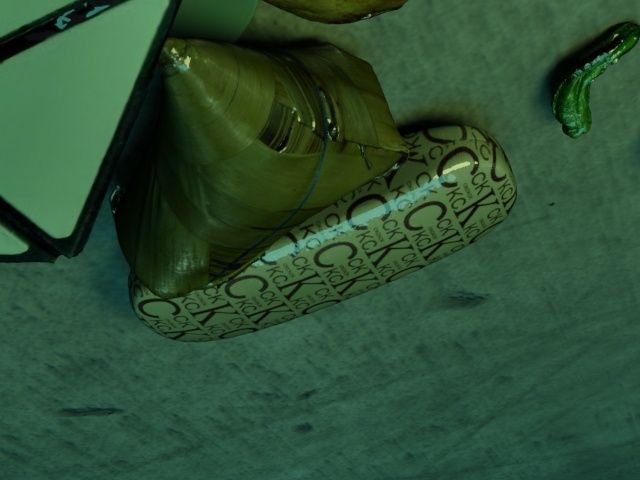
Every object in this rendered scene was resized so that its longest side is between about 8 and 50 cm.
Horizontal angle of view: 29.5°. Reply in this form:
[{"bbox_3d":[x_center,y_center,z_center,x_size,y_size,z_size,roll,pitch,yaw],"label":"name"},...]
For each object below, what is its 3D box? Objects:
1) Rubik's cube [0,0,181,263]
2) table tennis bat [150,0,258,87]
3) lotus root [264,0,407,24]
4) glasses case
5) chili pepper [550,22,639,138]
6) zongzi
[{"bbox_3d":[-0.219,-0.149,0.571,0.246,0.248,0.250,2,144,-26],"label":"Rubik's cube"},{"bbox_3d":[-0.135,-0.131,0.843,0.153,0.040,0.244,2,143,-34],"label":"table tennis bat"},{"bbox_3d":[-0.001,-0.203,0.699,0.260,0.128,0.145,13,130,-41],"label":"lotus root"},{"bbox_3d":[0.000,0.000,1.067,0.354,0.085,0.137,-22,147,12],"label":"glasses case"},{"bbox_3d":[0.218,-0.134,1.005,0.055,0.035,0.118,-11,142,-32],"label":"chili pepper"},{"bbox_3d":[-0.105,-0.048,0.855,0.260,0.123,0.289,-34,163,29],"label":"zongzi"}]
